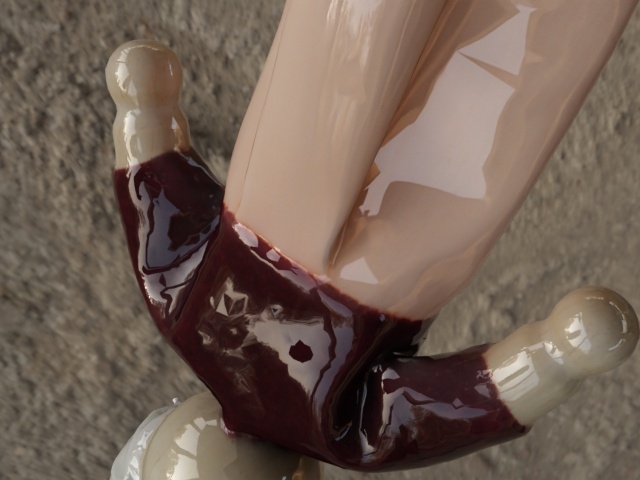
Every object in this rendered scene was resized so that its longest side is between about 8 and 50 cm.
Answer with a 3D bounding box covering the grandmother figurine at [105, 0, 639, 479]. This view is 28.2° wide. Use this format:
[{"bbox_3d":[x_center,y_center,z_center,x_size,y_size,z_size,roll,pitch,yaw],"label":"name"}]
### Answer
[{"bbox_3d":[0.000,0.000,0.432,0.208,0.104,0.342,39,124,28],"label":"grandmother figurine"}]
